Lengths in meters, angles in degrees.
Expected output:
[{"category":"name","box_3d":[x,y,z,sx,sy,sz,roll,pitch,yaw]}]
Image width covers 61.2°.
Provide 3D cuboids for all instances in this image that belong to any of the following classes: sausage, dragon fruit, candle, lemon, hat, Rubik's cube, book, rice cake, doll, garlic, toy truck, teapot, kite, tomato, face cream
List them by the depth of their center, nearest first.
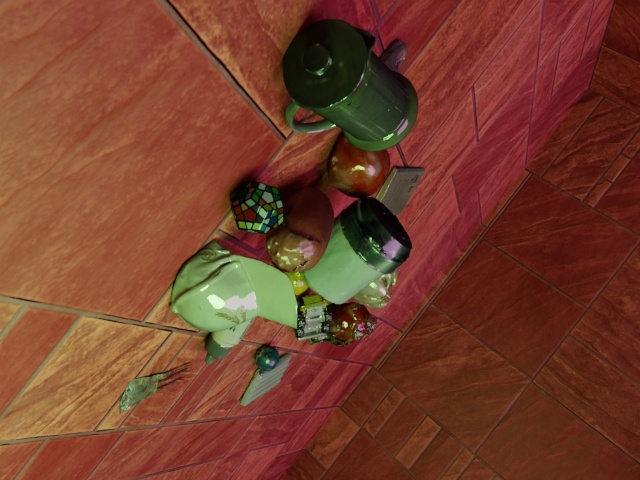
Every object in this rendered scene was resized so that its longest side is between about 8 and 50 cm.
[{"category":"teapot","box_3d":[0.042,-0.318,1.177,0.270,0.200,0.337,-25,164,23]},{"category":"Rubik's cube","box_3d":[-0.146,-0.074,1.244,0.133,0.112,0.133,-42,154,-26]},{"category":"hat","box_3d":[-0.201,0.163,1.319,0.257,0.301,0.168,93,20,-52]},{"category":"sausage","box_3d":[-0.048,-0.030,1.356,0.279,0.152,0.152,-70,-179,-56]},{"category":"tomato","box_3d":[0.102,-0.200,1.473,0.187,0.151,0.187,-36,154,-21]},{"category":"kite","box_3d":[-0.451,0.399,1.489,0.229,0.016,0.127,-9,135,-54]},{"category":"candle","box_3d":[0.072,0.046,1.512,0.342,0.221,0.221,-39,163,25]},{"category":"face cream","box_3d":[-0.240,0.223,1.525,0.311,0.092,0.092,-55,157,10]},{"category":"lemon","box_3d":[-0.080,0.110,1.624,0.109,0.109,0.133,-37,178,-31]},{"category":"doll","box_3d":[-0.188,0.423,1.923,0.114,0.085,0.152,-60,171,-20]},{"category":"toy truck","box_3d":[-0.035,0.281,1.953,0.136,0.111,0.286,-10,153,-12]},{"category":"book","box_3d":[0.284,-0.177,1.994,0.283,0.025,0.214,-9,131,-59]},{"category":"rice cake","box_3d":[-0.208,0.536,2.098,0.198,0.037,0.189,-15,137,-54]},{"category":"garlic","box_3d":[0.199,0.163,2.113,0.185,0.203,0.281,-7,136,-36]},{"category":"dragon fruit","box_3d":[0.088,0.355,2.174,0.269,0.200,0.198,-41,143,-23]}]

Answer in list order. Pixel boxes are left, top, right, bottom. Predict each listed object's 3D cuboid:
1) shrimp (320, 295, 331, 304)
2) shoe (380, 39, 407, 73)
[{"category":"shrimp","box_3d":[0.017,0.229,2.082,0.099,0.041,0.180,-48,163,31]},{"category":"shoe","box_3d":[0.173,-0.416,1.383,0.195,0.078,0.079,-56,157,1]}]
